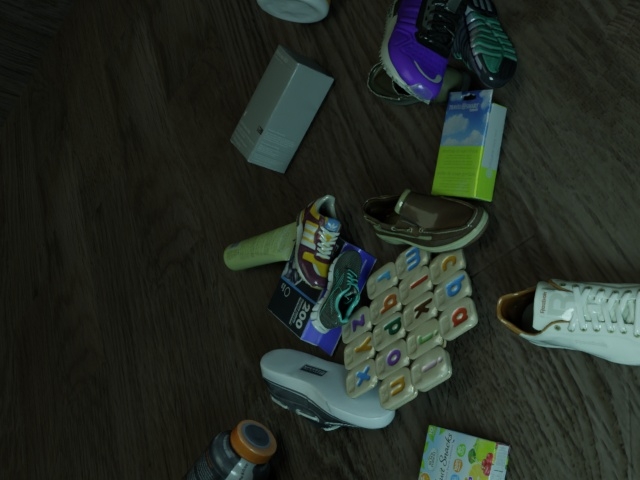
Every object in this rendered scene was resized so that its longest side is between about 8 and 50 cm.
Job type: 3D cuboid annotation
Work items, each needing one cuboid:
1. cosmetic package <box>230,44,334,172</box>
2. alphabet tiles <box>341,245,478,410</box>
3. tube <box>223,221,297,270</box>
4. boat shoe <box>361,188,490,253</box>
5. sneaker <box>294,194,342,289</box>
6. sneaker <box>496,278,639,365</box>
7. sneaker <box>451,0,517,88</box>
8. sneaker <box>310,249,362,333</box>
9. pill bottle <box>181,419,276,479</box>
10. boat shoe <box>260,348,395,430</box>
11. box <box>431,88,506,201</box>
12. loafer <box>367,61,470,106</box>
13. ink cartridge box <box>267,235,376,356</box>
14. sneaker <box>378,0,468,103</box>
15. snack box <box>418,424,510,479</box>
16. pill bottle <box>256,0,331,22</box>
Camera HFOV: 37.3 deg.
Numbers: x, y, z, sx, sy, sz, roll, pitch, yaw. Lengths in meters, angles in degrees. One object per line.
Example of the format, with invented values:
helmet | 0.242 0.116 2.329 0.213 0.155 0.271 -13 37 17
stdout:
cosmetic package | -0.083 -0.279 2.015 0.237 0.107 0.127 -64 34 17
alphabet tiles | 0.141 0.137 1.560 0.278 0.021 0.284 -38 36 30
tube | -0.116 0.019 1.956 0.240 0.062 0.070 -17 90 53
boat shoe | 0.161 -0.039 1.577 0.258 0.095 0.095 -3 52 52
sneaker | 0.000 0.000 1.745 0.084 0.070 0.185 -39 45 39
sneaker | 0.357 0.104 1.256 0.290 0.123 0.105 -9 67 50
sneaker | 0.266 -0.316 1.604 0.098 0.083 0.223 124 153 -43
sneaker | 0.046 0.089 1.674 0.076 0.065 0.166 -12 50 51
pill bottle | -0.182 0.453 1.815 0.245 0.131 0.130 -54 40 25
boat shoe | 0.011 0.282 1.664 0.301 0.108 0.102 14 122 40
box | 0.246 -0.156 1.568 0.109 0.042 0.178 8 87 54
loafer | 0.161 -0.296 1.709 0.251 0.087 0.094 15 88 54
ink cartridge box | -0.003 0.084 1.806 0.208 0.045 0.206 33 101 52
sneaker | 0.182 -0.357 1.566 0.146 0.102 0.293 -40 31 36
snack box | 0.212 0.339 1.419 0.141 0.037 0.100 3 77 54
pill bottle | -0.036 -0.626 2.047 0.162 0.162 0.278 -1 75 53
